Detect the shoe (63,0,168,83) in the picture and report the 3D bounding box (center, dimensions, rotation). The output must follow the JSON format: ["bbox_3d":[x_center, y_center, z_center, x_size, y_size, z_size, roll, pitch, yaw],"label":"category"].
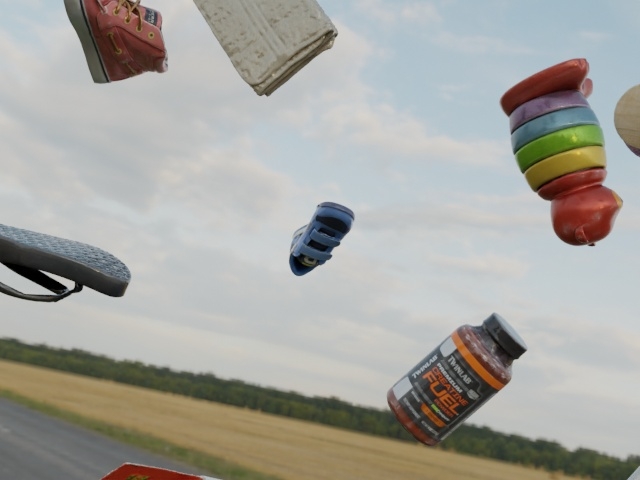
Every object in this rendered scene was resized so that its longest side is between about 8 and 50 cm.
[{"bbox_3d":[-0.195,-0.220,0.827,0.081,0.064,0.178,-9,-28,-4],"label":"shoe"}]

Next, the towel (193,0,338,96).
[{"bbox_3d":[-0.105,-0.405,1.526,0.187,0.282,0.049,-35,-20,13],"label":"towel"}]

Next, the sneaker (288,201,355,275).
[{"bbox_3d":[0.000,0.000,1.089,0.053,0.059,0.144,25,-32,-10],"label":"sneaker"}]

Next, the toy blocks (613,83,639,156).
[{"bbox_3d":[0.383,-0.068,0.559,0.288,0.309,0.260,-42,-19,27],"label":"toy blocks"}]

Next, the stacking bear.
[{"bbox_3d":[0.421,-0.131,1.466,0.164,0.289,0.175,-19,-14,18],"label":"stacking bear"}]

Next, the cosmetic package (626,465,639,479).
[{"bbox_3d":[0.247,0.341,0.627,0.230,0.453,0.162,38,-35,33],"label":"cosmetic package"}]

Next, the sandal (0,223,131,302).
[{"bbox_3d":[-0.294,0.017,0.807,0.254,0.055,0.097,14,5,10],"label":"sandal"}]

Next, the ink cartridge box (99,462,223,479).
[{"bbox_3d":[-0.106,0.219,0.620,0.145,0.045,0.179,-36,-40,28],"label":"ink cartridge box"}]

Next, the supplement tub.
[{"bbox_3d":[0.194,0.190,1.210,0.106,0.198,0.106,43,13,-12],"label":"supplement tub"}]
